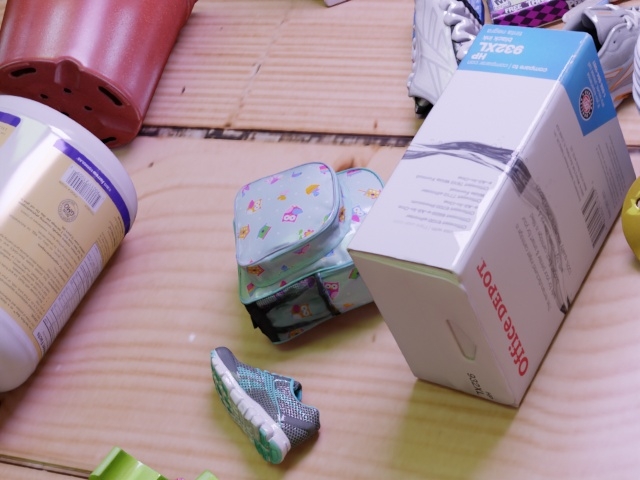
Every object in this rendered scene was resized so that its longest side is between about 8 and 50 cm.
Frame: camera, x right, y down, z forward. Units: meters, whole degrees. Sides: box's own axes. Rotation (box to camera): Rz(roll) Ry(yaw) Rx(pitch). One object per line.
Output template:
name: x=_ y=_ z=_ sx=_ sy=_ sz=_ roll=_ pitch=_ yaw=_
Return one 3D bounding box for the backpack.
backpack: x=0.000 y=0.000 z=1.522 sx=0.188 sy=0.144 sz=0.166 roll=-16 pitch=41 yaw=8

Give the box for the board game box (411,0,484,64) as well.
board game box: x=0.160 y=-0.260 z=1.758 sx=0.090 sy=0.020 sz=0.090 roll=-11 pitch=48 yaw=18

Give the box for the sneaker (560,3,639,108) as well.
sneaker: x=0.346 y=-0.226 z=1.567 sx=0.262 sy=0.121 sz=0.099 roll=-33 pitch=46 yaw=-4

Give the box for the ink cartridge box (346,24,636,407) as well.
ink cartridge box: x=0.179 y=-0.028 z=1.400 sx=0.129 sy=0.223 sz=0.307 roll=13 pitch=58 yaw=34

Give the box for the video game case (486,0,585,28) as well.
video game case: x=0.311 y=-0.362 z=1.761 sx=0.232 sy=0.042 sz=0.210 roll=-17 pitch=45 yaw=12

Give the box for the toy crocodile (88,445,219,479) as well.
toy crocodile: x=-0.099 y=0.307 z=1.322 sx=0.115 sy=0.105 sz=0.340 roll=-40 pitch=47 yaw=-11

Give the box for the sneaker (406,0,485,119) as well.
sneaker: x=0.147 y=-0.211 z=1.656 sx=0.118 sy=0.110 sz=0.292 roll=-31 pitch=51 yaw=18

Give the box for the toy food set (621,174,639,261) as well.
toy food set: x=0.414 y=-0.017 z=1.397 sx=0.218 sy=0.071 sz=0.128 roll=2 pitch=76 yaw=30

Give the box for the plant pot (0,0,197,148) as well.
plant pot: x=-0.304 y=-0.279 z=1.848 sx=0.272 sy=0.272 sz=0.265 roll=-2 pitch=59 yaw=24

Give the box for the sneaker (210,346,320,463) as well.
sneaker: x=-0.058 y=0.164 z=1.472 sx=0.076 sy=0.065 sz=0.166 roll=-25 pitch=46 yaw=-20

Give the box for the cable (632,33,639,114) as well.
cable: x=0.445 y=-0.171 z=1.408 sx=0.257 sy=0.089 sz=0.257 roll=-21 pitch=37 yaw=-19

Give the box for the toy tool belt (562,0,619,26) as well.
toy tool belt: x=0.328 y=-0.260 z=1.667 sx=0.083 sy=0.051 sz=0.052 roll=-33 pitch=28 yaw=-22

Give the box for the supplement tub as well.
supplement tub: x=-0.388 y=0.024 z=1.615 sx=0.241 sy=0.241 sz=0.331 roll=12 pitch=57 yaw=33

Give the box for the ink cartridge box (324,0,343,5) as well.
ink cartridge box: x=0.043 y=-0.445 z=1.824 sx=0.172 sy=0.237 sz=0.100 roll=-18 pitch=46 yaw=10
